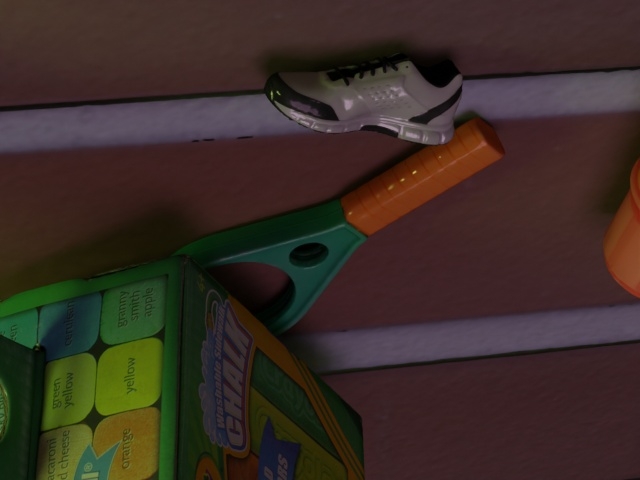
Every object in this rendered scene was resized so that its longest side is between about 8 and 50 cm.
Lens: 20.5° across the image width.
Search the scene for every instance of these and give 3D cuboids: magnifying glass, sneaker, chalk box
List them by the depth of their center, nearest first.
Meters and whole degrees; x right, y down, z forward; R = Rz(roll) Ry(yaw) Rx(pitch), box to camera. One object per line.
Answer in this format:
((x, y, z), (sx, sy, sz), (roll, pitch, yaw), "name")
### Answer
((0.023, -0.078, 0.893), (0.109, 0.040, 0.043), (3, 124, -27), "sneaker")
((-0.111, 0.133, 0.972), (0.179, 0.180, 0.289), (-15, 146, 22), "chalk box")
((0.000, 0.000, 0.990), (0.231, 0.026, 0.092), (-32, 140, 21), "magnifying glass")

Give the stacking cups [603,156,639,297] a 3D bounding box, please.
((0.235, -0.083, 0.918), (0.096, 0.096, 0.316), (-2, 145, -16), "stacking cups")
